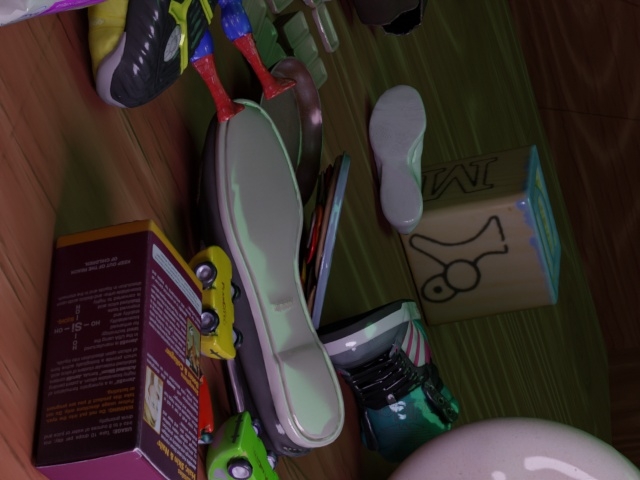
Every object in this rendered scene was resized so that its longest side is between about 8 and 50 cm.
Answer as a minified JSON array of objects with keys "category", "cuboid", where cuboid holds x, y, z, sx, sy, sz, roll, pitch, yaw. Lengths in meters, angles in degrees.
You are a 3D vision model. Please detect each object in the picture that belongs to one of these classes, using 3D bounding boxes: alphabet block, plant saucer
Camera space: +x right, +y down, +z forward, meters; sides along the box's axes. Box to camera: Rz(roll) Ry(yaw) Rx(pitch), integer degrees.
[{"category":"alphabet block","cuboid":[0.240,-0.008,2.263,0.193,0.197,0.192,-67,144,-62]},{"category":"plant saucer","cuboid":[-0.042,-0.112,1.625,0.168,0.029,0.168,3,90,-66]}]

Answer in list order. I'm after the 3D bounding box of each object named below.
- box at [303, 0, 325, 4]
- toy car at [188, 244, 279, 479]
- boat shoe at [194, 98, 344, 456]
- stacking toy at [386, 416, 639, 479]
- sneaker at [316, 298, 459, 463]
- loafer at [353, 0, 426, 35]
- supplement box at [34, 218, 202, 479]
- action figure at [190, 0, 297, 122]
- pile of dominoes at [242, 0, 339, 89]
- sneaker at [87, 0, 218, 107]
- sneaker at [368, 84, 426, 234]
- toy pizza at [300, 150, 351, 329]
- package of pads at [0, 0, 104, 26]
[{"category":"box","cuboid":[-0.004,-0.398,1.881,0.130,0.091,0.170,35,46,-67]},{"category":"toy car","cuboid":[-0.092,0.151,1.296,0.239,0.053,0.225,-77,152,-53]},{"category":"boat shoe","cuboid":[-0.068,0.039,1.420,0.112,0.095,0.335,-6,80,-49]},{"category":"stacking toy","cuboid":[0.247,0.332,1.855,0.480,0.350,0.350,-45,123,-77]},{"category":"sneaker","cuboid":[0.076,0.168,1.750,0.295,0.124,0.178,2,68,-75]},{"category":"loafer","cuboid":[0.095,-0.369,2.117,0.366,0.134,0.130,14,66,-72]},{"category":"supplement box","cuboid":[-0.143,0.094,1.110,0.104,0.081,0.188,57,27,-53]},{"category":"action figure","cuboid":[-0.107,-0.259,1.384,0.280,0.091,0.139,63,24,-9]},{"category":"pile of dominoes","cuboid":[-0.064,-0.277,1.710,0.196,0.040,0.251,-53,126,-53]},{"category":"sneaker","cuboid":[-0.157,-0.302,1.248,0.145,0.147,0.384,-16,114,-76]},{"category":"sneaker","cuboid":[0.110,-0.110,2.141,0.094,0.080,0.212,67,24,-72]},{"category":"toy pizza","cuboid":[0.000,0.000,1.653,0.201,0.032,0.201,11,90,-89]},{"category":"package of pads","cuboid":[-0.224,-0.302,1.056,0.229,0.101,0.296,-44,122,-70]}]
